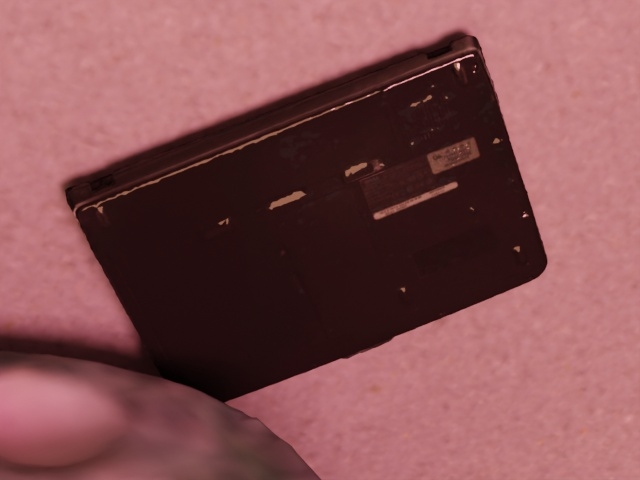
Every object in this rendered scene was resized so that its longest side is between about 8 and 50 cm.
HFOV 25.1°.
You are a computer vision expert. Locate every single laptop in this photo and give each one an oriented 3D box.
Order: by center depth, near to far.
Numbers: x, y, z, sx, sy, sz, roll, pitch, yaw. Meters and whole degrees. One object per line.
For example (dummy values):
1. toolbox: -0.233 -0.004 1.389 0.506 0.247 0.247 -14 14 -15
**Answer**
1. laptop: 0.000 0.000 0.701 0.207 0.026 0.154 -21 124 3

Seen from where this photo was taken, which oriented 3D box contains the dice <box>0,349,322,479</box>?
1. dice: -0.144 0.262 0.614 0.330 0.328 0.348 -14 125 -33
